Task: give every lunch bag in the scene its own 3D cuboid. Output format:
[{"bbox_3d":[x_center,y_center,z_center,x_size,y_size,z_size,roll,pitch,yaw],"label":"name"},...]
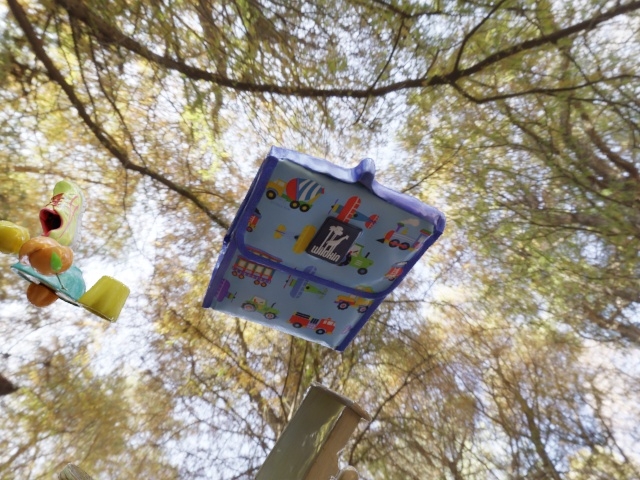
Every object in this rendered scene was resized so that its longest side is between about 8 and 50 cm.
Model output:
[{"bbox_3d":[0.000,0.000,0.590,0.220,0.138,0.293,21,-43,-14],"label":"lunch bag"}]

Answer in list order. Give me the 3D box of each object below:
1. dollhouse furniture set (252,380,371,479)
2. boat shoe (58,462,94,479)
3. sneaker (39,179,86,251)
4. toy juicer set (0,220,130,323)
[{"bbox_3d":[0.051,0.350,0.668,0.242,0.212,0.161,45,-112,-25],"label":"dollhouse furniture set"},{"bbox_3d":[-0.298,0.347,0.581,0.045,0.050,0.136,-33,-72,-24],"label":"boat shoe"},{"bbox_3d":[-0.639,-0.072,1.113,0.081,0.094,0.209,-22,-118,8],"label":"sneaker"},{"bbox_3d":[-0.492,0.054,0.776,0.209,0.328,0.090,52,-125,-42],"label":"toy juicer set"}]
